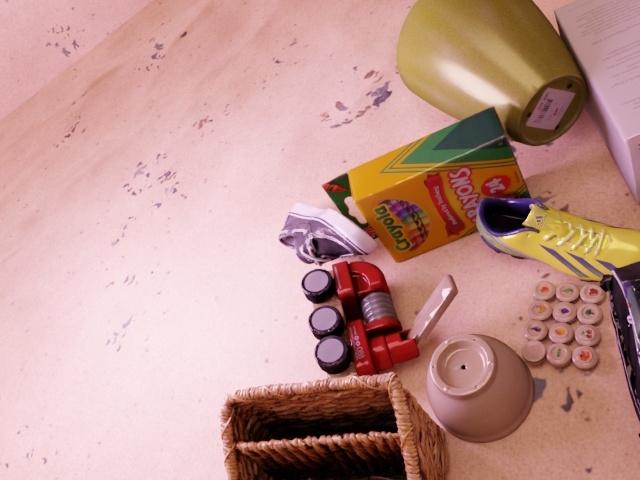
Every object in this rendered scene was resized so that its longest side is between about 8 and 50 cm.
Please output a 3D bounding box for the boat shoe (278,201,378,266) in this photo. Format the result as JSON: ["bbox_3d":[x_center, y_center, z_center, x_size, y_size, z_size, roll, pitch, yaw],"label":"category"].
[{"bbox_3d":[0.000,0.000,1.300,0.102,0.108,0.301,-55,28,-7],"label":"boat shoe"}]

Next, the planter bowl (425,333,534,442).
[{"bbox_3d":[0.226,0.206,1.048,0.162,0.109,0.162,-16,52,21],"label":"planter bowl"}]

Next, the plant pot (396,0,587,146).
[{"bbox_3d":[0.323,-0.302,1.253,0.274,0.275,0.294,-35,48,4],"label":"plant pot"}]

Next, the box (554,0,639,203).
[{"bbox_3d":[0.555,-0.267,1.158,0.214,0.168,0.345,-21,49,16],"label":"box"}]

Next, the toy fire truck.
[{"bbox_3d":[0.104,0.117,1.175,0.246,0.159,0.217,-17,49,5],"label":"toy fire truck"}]

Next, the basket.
[{"bbox_3d":[0.012,0.337,1.003,0.299,0.223,0.214,-10,53,24],"label":"basket"}]

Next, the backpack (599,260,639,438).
[{"bbox_3d":[0.465,0.164,0.860,0.191,0.225,0.254,-12,56,30],"label":"backpack"}]

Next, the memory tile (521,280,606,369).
[{"bbox_3d":[0.372,0.126,1.075,0.113,0.012,0.148,2,56,28],"label":"memory tile"}]

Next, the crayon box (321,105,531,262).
[{"bbox_3d":[0.187,-0.078,1.218,0.318,0.202,0.081,-23,49,16],"label":"crayon box"}]

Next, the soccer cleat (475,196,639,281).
[{"bbox_3d":[0.377,-0.008,1.106,0.289,0.121,0.093,13,65,37],"label":"soccer cleat"}]
